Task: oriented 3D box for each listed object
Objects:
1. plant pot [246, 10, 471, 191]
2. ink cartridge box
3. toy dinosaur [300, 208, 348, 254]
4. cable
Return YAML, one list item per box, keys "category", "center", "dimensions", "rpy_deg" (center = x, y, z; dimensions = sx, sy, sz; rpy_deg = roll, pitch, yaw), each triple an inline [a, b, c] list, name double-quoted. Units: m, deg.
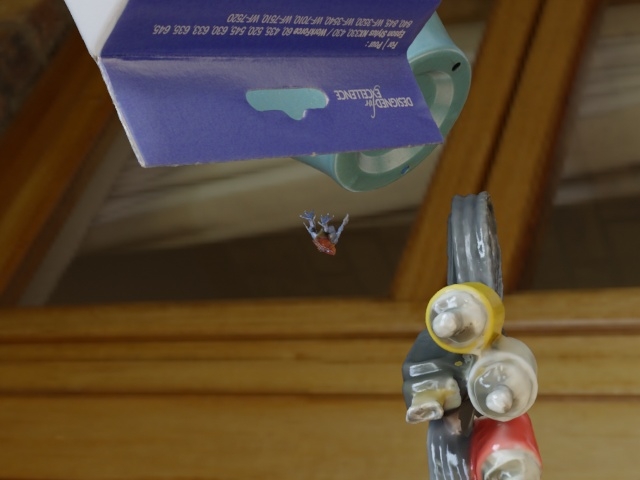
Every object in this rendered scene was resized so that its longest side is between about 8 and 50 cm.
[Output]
- category: "plant pot"
  center: [0.009, -0.197, 1.483]
  dimensions: [0.271, 0.255, 0.272]
  rpy_deg: [-32, -30, -22]
- category: "ink cartridge box"
  center: [-0.052, -0.200, 0.905]
  dimensions: [0.303, 0.072, 0.307]
  rpy_deg: [-10, -113, -52]
- category: "toy dinosaur"
  center: [0.000, 0.000, 1.639]
  dimensions: [0.082, 0.047, 0.090]
  rpy_deg: [75, -156, -45]
- category: "cable"
  center: [0.099, 0.059, 0.786]
  dimensions: [0.287, 0.072, 0.139]
  rpy_deg: [-51, -55, -67]
